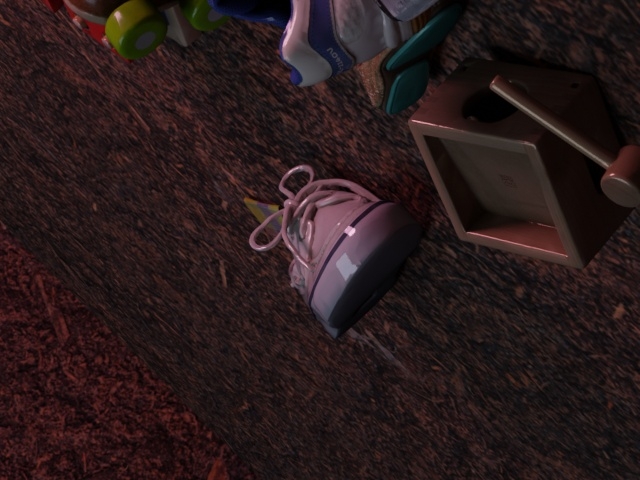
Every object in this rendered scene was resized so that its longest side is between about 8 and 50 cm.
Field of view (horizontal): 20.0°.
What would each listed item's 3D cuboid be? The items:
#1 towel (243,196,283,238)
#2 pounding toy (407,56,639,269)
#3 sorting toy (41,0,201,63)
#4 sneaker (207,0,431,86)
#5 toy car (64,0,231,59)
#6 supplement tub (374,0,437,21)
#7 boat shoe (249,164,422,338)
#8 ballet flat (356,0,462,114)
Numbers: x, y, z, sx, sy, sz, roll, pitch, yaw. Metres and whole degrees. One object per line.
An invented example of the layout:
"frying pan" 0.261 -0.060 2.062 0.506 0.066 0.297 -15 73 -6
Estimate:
"towel" -0.057 -0.026 2.161 0.060 0.009 0.083 54 161 -26
"pounding toy" 0.177 -0.077 1.351 0.206 0.094 0.181 14 142 43
"sorting toy" -0.263 -0.315 1.817 0.255 0.089 0.257 36 162 28
"sneaker" -0.047 -0.239 1.356 0.296 0.131 0.112 51 171 31
"toy car" -0.154 -0.284 1.570 0.155 0.149 0.188 52 152 25
"supplement tub" 0.033 -0.251 1.212 0.190 0.117 0.117 48 163 -11
"boat shoe" 0.006 -0.006 1.880 0.156 0.136 0.367 46 174 7
"ballet flat" 0.061 -0.164 1.449 0.067 0.073 0.206 57 162 11
